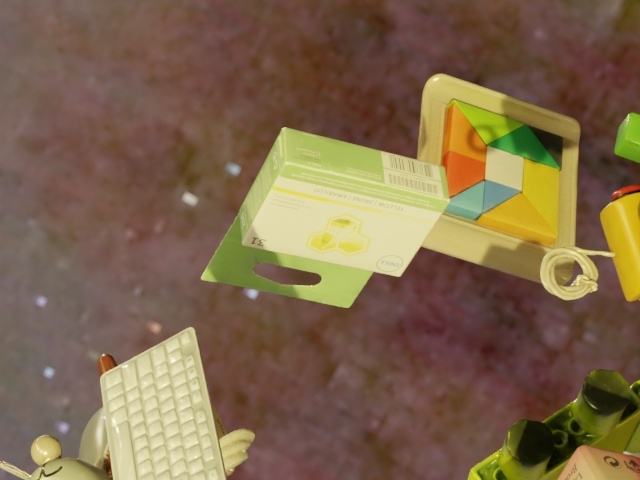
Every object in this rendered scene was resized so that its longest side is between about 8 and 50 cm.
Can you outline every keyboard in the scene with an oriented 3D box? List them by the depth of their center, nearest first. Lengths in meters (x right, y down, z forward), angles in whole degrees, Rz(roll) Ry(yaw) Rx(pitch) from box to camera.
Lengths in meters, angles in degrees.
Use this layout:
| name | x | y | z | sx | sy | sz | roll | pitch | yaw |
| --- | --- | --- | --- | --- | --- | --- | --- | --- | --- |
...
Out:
| name | x | y | z | sx | sy | sz | roll | pitch | yaw |
| --- | --- | --- | --- | --- | --- | --- | --- | --- | --- |
| keyboard | -0.088 | 0.151 | 1.138 | 0.256 | 0.072 | 0.014 | -107 | -10 | -50 |

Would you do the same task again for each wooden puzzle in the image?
| name | x | y | z | sx | sy | sz | roll | pitch | yaw |
| --- | --- | --- | --- | --- | --- | --- | --- | --- | --- |
| wooden puzzle | 0.224 | -0.079 | 2.380 | 0.221 | 0.239 | 0.044 | 17 | 151 | -16 |

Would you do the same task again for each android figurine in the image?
| name | x | y | z | sx | sy | sz | roll | pitch | yaw |
| --- | --- | --- | --- | --- | --- | --- | --- | --- | --- |
| android figurine | 0.204 | 0.213 | 1.723 | 0.056 | 0.248 | 0.273 | 51 | 159 | 22 |

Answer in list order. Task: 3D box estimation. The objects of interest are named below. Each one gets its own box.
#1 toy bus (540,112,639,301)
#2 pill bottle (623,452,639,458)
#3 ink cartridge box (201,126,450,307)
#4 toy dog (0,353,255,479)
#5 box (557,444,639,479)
| name | x | y | z | sx | sy | sz | roll | pitch | yaw |
| --- | --- | --- | --- | --- | --- | --- | --- | --- | --- |
| toy bus | 0.292 | -0.016 | 1.392 | 0.191 | 0.202 | 0.104 | 32 | 152 | 3 |
| pill bottle | 0.391 | 0.324 | 2.108 | 0.224 | 0.224 | 0.392 | 31 | 161 | 7 |
| ink cartridge box | 0.000 | 0.000 | 1.856 | 0.171 | 0.235 | 0.056 | 12 | -135 | -19 |
| toy dog | -0.195 | 0.179 | 1.756 | 0.161 | 0.220 | 0.334 | 63 | 169 | 7 |
| box | 0.237 | 0.277 | 1.341 | 0.126 | 0.149 | 0.232 | 17 | -156 | -23 |
